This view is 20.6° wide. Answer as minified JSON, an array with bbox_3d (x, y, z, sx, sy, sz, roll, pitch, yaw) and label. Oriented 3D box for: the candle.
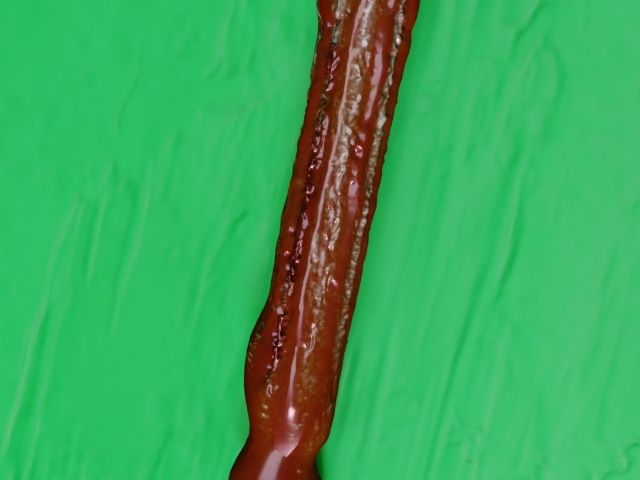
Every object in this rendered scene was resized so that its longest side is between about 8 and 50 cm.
[{"bbox_3d":[0.000,0.000,0.841,0.051,0.048,0.329,12,100,5],"label":"candle"}]
